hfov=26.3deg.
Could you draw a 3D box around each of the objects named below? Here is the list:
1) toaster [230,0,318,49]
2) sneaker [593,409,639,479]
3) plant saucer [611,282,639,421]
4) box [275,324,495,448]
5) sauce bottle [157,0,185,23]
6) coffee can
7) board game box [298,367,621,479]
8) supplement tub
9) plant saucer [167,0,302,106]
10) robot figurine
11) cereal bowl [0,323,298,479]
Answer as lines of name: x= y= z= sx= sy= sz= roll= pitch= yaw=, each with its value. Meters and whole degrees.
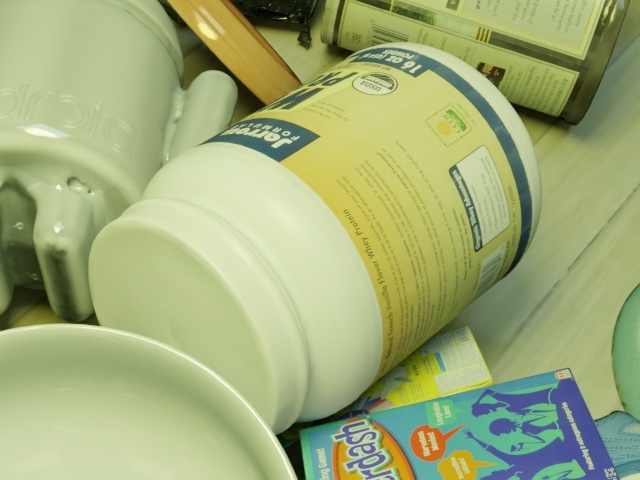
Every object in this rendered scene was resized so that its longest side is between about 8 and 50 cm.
toaster: x=-0.068 y=-0.315 z=1.391 sx=0.168 sy=0.186 sz=0.110 roll=11 pitch=33 yaw=-17
sneaker: x=0.136 y=0.218 z=1.054 sx=0.330 sy=0.130 sz=0.147 roll=-14 pitch=37 yaw=-20
plant saucer: x=0.421 y=0.123 z=1.230 sx=0.317 sy=0.044 sz=0.318 roll=6 pitch=50 yaw=-7
box: x=0.046 y=0.130 z=1.084 sx=0.179 sy=0.043 sz=0.105 roll=-15 pitch=21 yaw=1
sauce bottle: x=-0.181 y=-0.272 z=1.422 sx=0.128 sy=0.042 sz=0.042 roll=38 pitch=53 yaw=21
coffee can: x=0.160 y=-0.254 z=1.378 sx=0.275 sy=0.201 sz=0.201 roll=19 pitch=49 yaw=3
board game box: x=0.097 y=0.174 z=0.961 sx=0.210 sy=0.047 sz=0.160 roll=-14 pitch=31 yaw=0
supplement tub: x=0.000 y=0.000 z=1.067 sx=0.228 sy=0.228 sz=0.316 roll=39 pitch=49 yaw=19
plant saucer: x=-0.082 y=-0.193 z=1.291 sx=0.037 sy=0.200 sz=0.200 roll=-43 pitch=64 yaw=6
robot figurine: x=-0.223 y=-0.100 z=1.166 sx=0.299 sy=0.200 sz=0.353 roll=4 pitch=50 yaw=-1
cereal bowl: x=-0.174 y=0.234 z=0.918 sx=0.339 sy=0.141 sz=0.339 roll=0 pitch=62 yaw=0
